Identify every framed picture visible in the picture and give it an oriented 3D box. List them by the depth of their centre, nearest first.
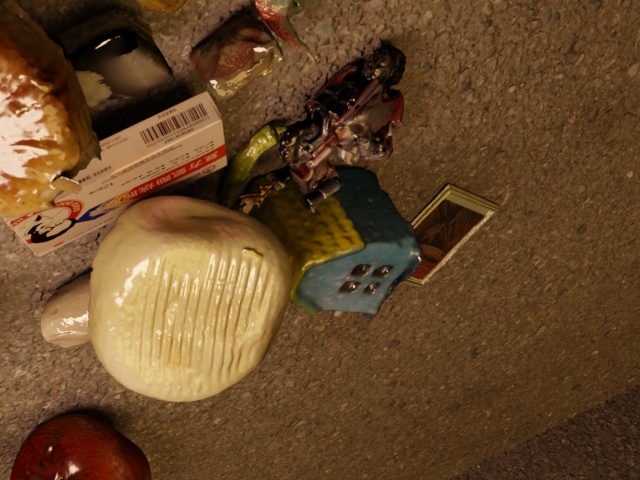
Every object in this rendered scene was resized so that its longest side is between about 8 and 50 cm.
[{"bbox_3d":[0.253,-0.003,2.331,0.216,0.016,0.273,16,123,-48],"label":"framed picture"}]

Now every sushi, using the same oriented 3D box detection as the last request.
[{"bbox_3d":[-0.362,-0.240,1.495,0.273,0.109,0.134,-25,151,14],"label":"sushi"}]

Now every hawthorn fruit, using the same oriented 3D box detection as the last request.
[{"bbox_3d":[-0.479,0.505,2.139,0.295,0.295,0.311,-36,142,5],"label":"hawthorn fruit"}]

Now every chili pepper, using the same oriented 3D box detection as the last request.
[{"bbox_3d":[-0.136,-0.131,1.848,0.208,0.043,0.049,-48,180,28],"label":"chili pepper"}]

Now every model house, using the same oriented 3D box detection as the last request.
[{"bbox_3d":[0.000,0.000,1.938,0.303,0.237,0.215,7,130,-43],"label":"model house"}]

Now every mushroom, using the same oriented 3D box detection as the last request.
[{"bbox_3d":[-0.334,0.084,1.878,0.350,0.128,0.128,-31,146,-11],"label":"mushroom"}]

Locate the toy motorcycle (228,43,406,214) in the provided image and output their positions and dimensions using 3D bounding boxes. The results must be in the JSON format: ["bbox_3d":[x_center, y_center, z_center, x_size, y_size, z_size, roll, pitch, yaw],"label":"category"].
[{"bbox_3d":[0.011,-0.157,1.825,0.401,0.134,0.207,-43,143,-13],"label":"toy motorcycle"}]

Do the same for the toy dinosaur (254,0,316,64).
[{"bbox_3d":[-0.064,-0.350,1.584,0.167,0.053,0.242,-43,138,-31],"label":"toy dinosaur"}]

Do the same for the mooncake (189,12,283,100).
[{"bbox_3d":[-0.130,-0.281,1.592,0.130,0.125,0.073,-38,127,3],"label":"mooncake"}]

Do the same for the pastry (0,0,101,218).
[{"bbox_3d":[-0.459,-0.162,1.371,0.329,0.136,0.330,0,119,1],"label":"pastry"}]

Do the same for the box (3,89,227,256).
[{"bbox_3d":[-0.317,-0.100,1.653,0.353,0.069,0.214,-25,168,-9],"label":"box"}]

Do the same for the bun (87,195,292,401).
[{"bbox_3d":[-0.219,0.085,1.749,0.361,0.213,0.361,-6,118,-12],"label":"bun"}]

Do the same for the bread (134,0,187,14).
[{"bbox_3d":[-0.190,-0.423,1.404,0.087,0.098,0.269,23,128,-1],"label":"bread"}]
